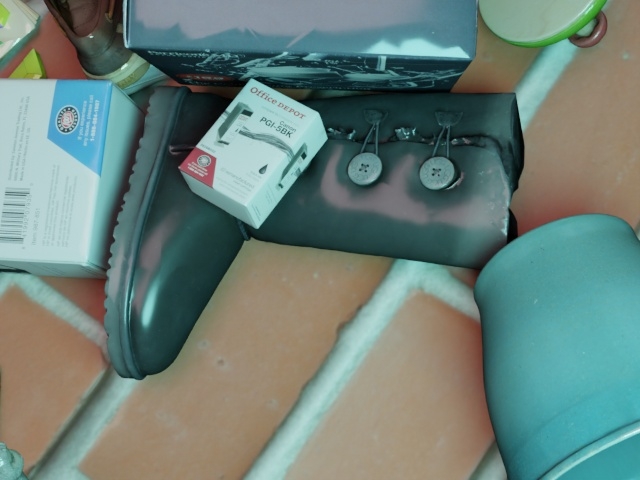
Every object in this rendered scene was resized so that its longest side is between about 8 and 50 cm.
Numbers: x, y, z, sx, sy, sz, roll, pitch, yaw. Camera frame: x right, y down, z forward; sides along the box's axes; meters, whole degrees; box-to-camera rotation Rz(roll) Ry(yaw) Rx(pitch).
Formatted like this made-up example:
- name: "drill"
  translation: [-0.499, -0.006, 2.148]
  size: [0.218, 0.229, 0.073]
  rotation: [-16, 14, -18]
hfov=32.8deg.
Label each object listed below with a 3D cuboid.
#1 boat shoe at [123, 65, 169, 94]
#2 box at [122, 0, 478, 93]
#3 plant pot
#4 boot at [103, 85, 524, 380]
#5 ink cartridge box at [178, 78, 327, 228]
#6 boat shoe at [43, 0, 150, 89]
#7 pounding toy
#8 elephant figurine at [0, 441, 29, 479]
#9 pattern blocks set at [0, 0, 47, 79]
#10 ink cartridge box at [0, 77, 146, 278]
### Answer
- name: "boat shoe"
  translation: [-0.209, -0.249, 1.399]
  size: [0.184, 0.063, 0.066]
  rotation: [-20, 69, 5]
- name: "box"
  translation: [-0.013, -0.266, 1.178]
  size: [0.343, 0.312, 0.179]
  rotation: [2, 91, 3]
- name: "plant pot"
  translation: [0.280, 0.124, 1.085]
  size: [0.271, 0.272, 0.255]
  rotation: [-22, 55, 4]
- name: "boot"
  translation: [0.000, -0.002, 1.245]
  size: [0.445, 0.146, 0.367]
  rotation: [5, 75, 9]
- name: "ink cartridge box"
  translation: [-0.072, -0.097, 1.185]
  size: [0.099, 0.056, 0.135]
  rotation: [29, 73, 23]
- name: "boat shoe"
  translation: [-0.307, -0.343, 1.376]
  size: [0.123, 0.123, 0.342]
  rotation: [-25, 57, 10]
- name: "pounding toy"
  translation: [0.275, -0.305, 1.313]
  size: [0.237, 0.110, 0.183]
  rotation: [19, 87, 47]
- name: "elephant figurine"
  translation: [-0.357, 0.325, 1.147]
  size: [0.169, 0.239, 0.186]
  rotation: [-6, 71, 9]
- name: "pattern blocks set"
  translation: [-0.489, -0.278, 1.487]
  size: [0.285, 0.026, 0.325]
  rotation: [29, 80, 19]
- name: "ink cartridge box"
  translation: [-0.390, -0.076, 1.337]
  size: [0.307, 0.129, 0.223]
  rotation: [3, 79, 12]
